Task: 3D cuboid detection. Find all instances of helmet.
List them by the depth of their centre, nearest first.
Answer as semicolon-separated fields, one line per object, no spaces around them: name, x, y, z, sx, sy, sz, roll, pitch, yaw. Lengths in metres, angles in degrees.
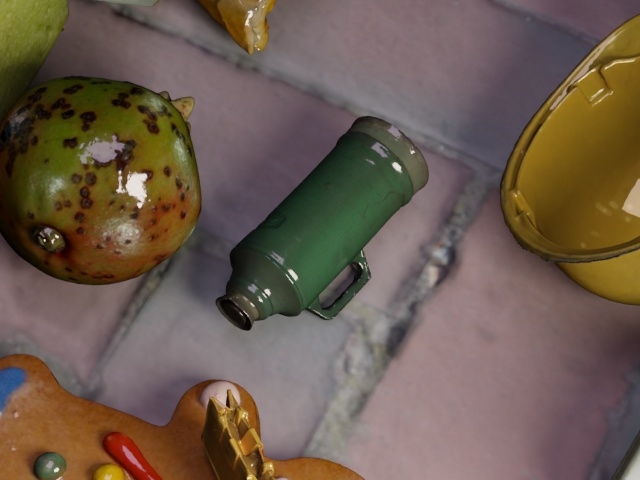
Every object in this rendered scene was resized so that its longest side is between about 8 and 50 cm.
helmet;0.259;-0.040;1.471;0.205;0.140;0.257;4;50;42

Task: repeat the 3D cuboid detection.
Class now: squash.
squash;-0.303;-0.081;1.493;0.137;0.137;0.287;20;70;10

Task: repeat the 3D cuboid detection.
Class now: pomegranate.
pomegranate;-0.153;-0.053;1.453;0.159;0.159;0.205;24;32;12

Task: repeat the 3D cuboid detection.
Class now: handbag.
handbag;-0.053;0.147;1.318;0.027;0.061;0.083;-19;61;-18

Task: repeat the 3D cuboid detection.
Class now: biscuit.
biscuit;-0.105;0.175;1.359;0.324;0.049;0.205;16;56;5

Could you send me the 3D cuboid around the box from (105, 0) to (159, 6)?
box;-0.238;-0.288;1.550;0.045;0.211;0.270;-44;84;13

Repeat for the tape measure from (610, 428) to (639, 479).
tape measure;0.316;0.189;1.342;0.235;0.115;0.207;32;60;7

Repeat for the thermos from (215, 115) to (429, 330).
thermos;-0.004;-0.003;1.476;0.073;0.083;0.187;22;56;37

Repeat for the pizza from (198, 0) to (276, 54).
pizza;-0.052;-0.306;1.667;0.182;0.074;0.365;-6;58;-10
